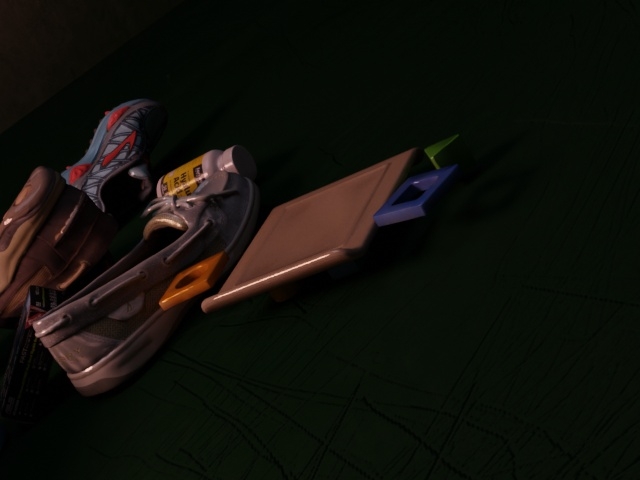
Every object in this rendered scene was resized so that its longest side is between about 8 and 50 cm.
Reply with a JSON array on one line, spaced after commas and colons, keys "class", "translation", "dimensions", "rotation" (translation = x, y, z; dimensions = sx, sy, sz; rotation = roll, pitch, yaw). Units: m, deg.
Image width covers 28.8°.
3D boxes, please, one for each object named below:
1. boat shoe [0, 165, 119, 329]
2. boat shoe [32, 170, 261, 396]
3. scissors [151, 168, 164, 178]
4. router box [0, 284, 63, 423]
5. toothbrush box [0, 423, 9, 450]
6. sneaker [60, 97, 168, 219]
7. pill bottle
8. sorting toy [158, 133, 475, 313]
[{"class": "boat shoe", "translation": [-0.314, 0.043, 1.445], "dimensions": [0.132, 0.130, 0.355], "rotation": [-63, 7, -25]}, {"class": "boat shoe", "translation": [-0.171, 0.021, 1.299], "dimensions": [0.118, 0.103, 0.320], "rotation": [-14, 30, 47]}, {"class": "scissors", "translation": [-0.354, -0.040, 1.871], "dimensions": [0.297, 0.021, 0.109], "rotation": [-16, 23, 41]}, {"class": "router box", "translation": [-0.302, 0.118, 1.305], "dimensions": [0.092, 0.038, 0.122], "rotation": [-132, 59, -71]}, {"class": "toothbrush box", "translation": [-0.441, 0.215, 1.150], "dimensions": [0.126, 0.216, 0.295], "rotation": [-30, 20, 19]}, {"class": "sneaker", "translation": [-0.274, -0.096, 1.772], "dimensions": [0.125, 0.104, 0.262], "rotation": [12, 54, 28]}, {"class": "pill bottle", "translation": [-0.136, -0.071, 1.504], "dimensions": [0.116, 0.065, 0.065], "rotation": [-25, 23, 29]}, {"class": "sorting toy", "translation": [0.000, 0.000, 1.154], "dimensions": [0.348, 0.047, 0.196], "rotation": [-21, 20, 36]}]
